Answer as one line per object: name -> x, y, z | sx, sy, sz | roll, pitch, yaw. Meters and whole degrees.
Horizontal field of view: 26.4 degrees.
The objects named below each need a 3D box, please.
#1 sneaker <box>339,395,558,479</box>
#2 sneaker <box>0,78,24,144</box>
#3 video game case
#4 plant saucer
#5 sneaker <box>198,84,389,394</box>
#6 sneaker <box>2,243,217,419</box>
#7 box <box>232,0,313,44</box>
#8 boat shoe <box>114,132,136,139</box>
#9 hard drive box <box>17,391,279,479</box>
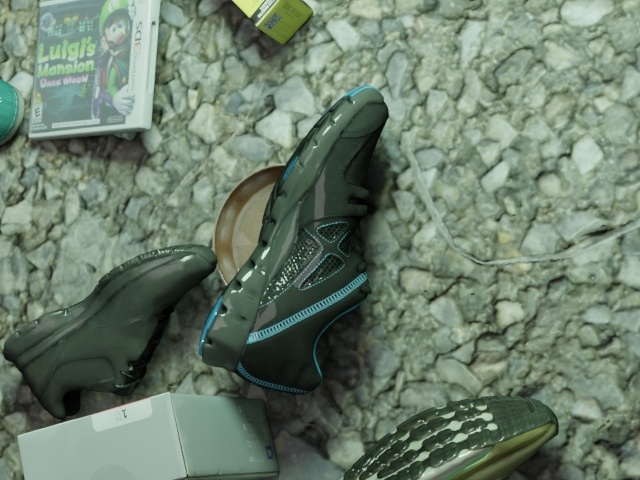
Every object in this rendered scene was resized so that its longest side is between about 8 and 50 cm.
sneaker -> 0.091, 0.315, 1.407 | 0.410, 0.158, 0.182 | -37, 102, 11
sneaker -> -0.517, -0.168, 1.689 | 0.302, 0.121, 0.108 | 4, 84, 21
video game case -> -0.271, -0.210, 1.630 | 0.190, 0.022, 0.173 | -2, 81, 36
plant saucer -> -0.039, -0.001, 1.532 | 0.168, 0.029, 0.168 | -3, 82, 21
sneaker -> 0.000, 0.000, 1.458 | 0.139, 0.125, 0.341 | 27, 90, -6
sneaker -> -0.223, 0.103, 1.560 | 0.286, 0.109, 0.130 | -33, 82, 21
box -> -0.112, -0.329, 1.576 | 0.058, 0.087, 0.232 | -46, 71, 10
boat shoe -> -0.228, -0.171, 1.627 | 0.035, 0.035, 0.100 | 16, 95, 19
hard drive box -> -0.174, 0.227, 1.442 | 0.181, 0.232, 0.089 | -17, 77, 17
